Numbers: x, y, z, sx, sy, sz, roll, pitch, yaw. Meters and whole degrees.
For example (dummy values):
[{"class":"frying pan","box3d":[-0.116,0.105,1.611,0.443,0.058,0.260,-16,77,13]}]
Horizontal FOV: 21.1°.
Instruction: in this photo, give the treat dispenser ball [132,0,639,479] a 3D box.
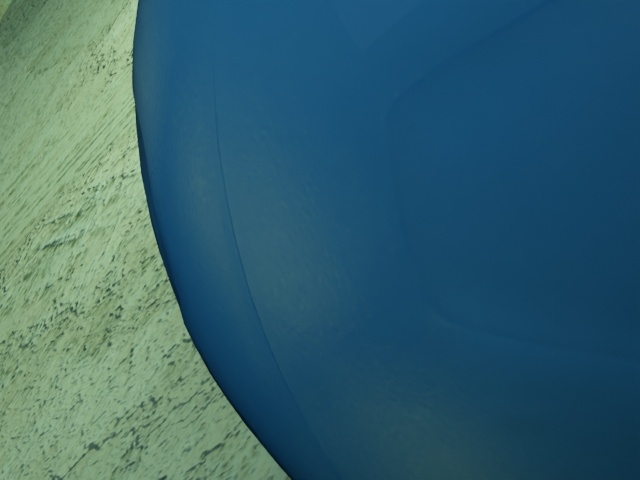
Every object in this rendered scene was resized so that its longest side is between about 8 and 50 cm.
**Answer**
[{"class":"treat dispenser ball","box3d":[0.097,-0.039,0.441,0.288,0.288,0.288,-44,20,21]}]
